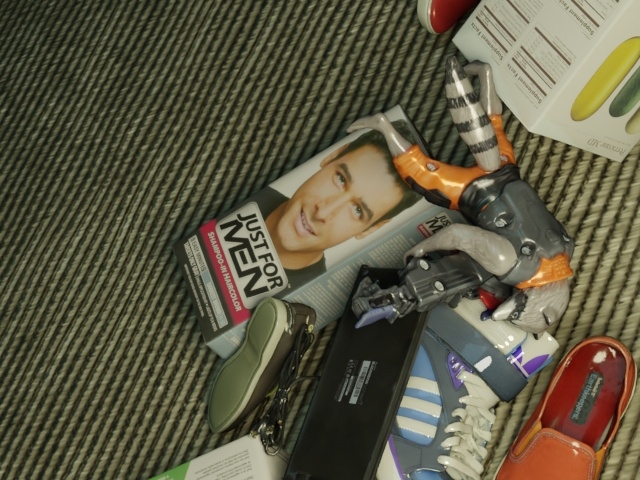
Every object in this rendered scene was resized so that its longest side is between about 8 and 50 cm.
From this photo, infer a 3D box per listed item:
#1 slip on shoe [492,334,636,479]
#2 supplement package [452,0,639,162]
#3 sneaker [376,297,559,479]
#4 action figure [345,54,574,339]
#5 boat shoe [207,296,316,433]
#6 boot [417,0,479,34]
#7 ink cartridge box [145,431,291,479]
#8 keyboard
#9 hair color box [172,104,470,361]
[{"bbox_3d":[0.270,0.251,1.588,0.123,0.101,0.331,23,75,16],"label":"slip on shoe"},{"bbox_3d":[0.348,-0.273,1.745,0.263,0.199,0.198,-54,48,24],"label":"supplement package"},{"bbox_3d":[0.181,0.195,1.663,0.236,0.130,0.323,-28,47,18],"label":"sneaker"},{"bbox_3d":[0.170,-0.028,1.622,0.330,0.341,0.178,58,141,6],"label":"action figure"},{"bbox_3d":[-0.078,0.170,1.829,0.228,0.068,0.081,-59,39,31],"label":"boat shoe"},{"bbox_3d":[0.261,-0.380,1.985,0.176,0.088,0.244,27,75,36],"label":"boot"},{"bbox_3d":[-0.112,0.408,1.713,0.201,0.117,0.278,-26,53,14],"label":"ink cartridge box"},{"bbox_3d":[0.023,0.173,1.693,0.201,0.033,0.317,3,62,38],"label":"keyboard"},{"bbox_3d":[0.000,0.000,1.890,0.374,0.113,0.185,-31,52,9],"label":"hair color box"}]
